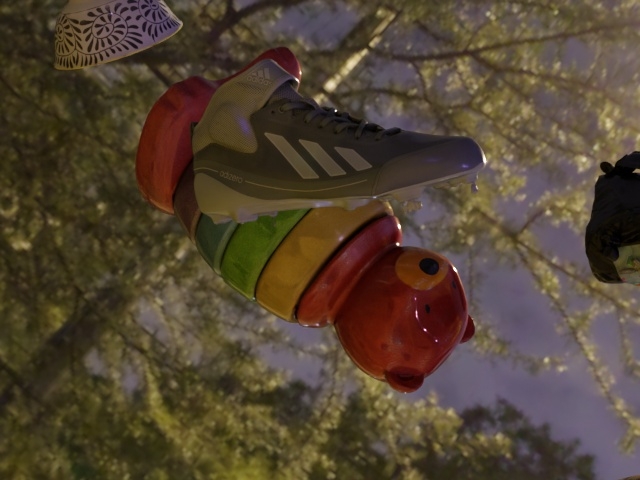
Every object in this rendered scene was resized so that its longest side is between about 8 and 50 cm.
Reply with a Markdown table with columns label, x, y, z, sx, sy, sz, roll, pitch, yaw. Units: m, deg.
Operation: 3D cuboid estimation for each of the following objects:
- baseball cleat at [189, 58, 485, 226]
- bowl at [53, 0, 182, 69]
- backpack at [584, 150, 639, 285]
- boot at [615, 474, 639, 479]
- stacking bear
| label | x | y | z | sx | sy | sz | roll | pitch | yaw |
| --- | --- | --- | --- | --- | --- | --- | --- | --- | --- |
| baseball cleat | -0.001 | -0.066 | 0.627 | 0.206 | 0.072 | 0.109 | -8 | -85 | 27 |
| bowl | -0.264 | -0.280 | 1.234 | 0.170 | 0.170 | 0.080 | 11 | -54 | 45 |
| backpack | 0.387 | -0.018 | 1.061 | 0.182 | 0.152 | 0.115 | -5 | -42 | 29 |
| boot | 0.281 | 0.363 | 1.172 | 0.305 | 0.115 | 0.112 | -39 | -99 | 44 |
| stacking bear | 0.000 | 0.000 | 0.825 | 0.289 | 0.175 | 0.164 | 42 | -47 | 16 |
